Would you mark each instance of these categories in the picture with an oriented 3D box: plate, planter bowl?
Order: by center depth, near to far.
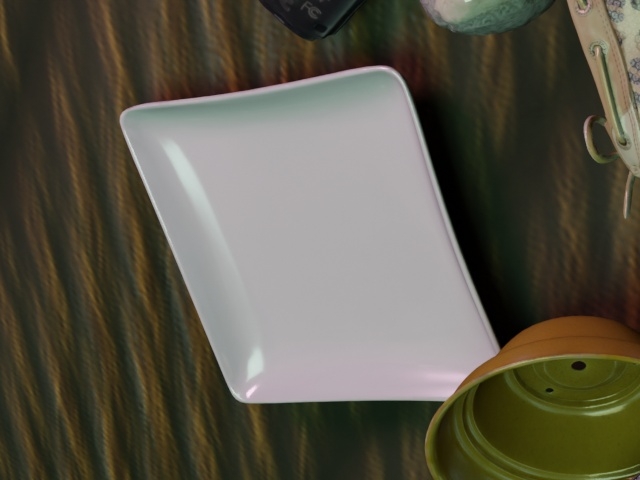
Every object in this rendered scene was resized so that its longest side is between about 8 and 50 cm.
[{"bbox_3d":[0.185,0.118,1.126,0.217,0.090,0.217,4,135,4],"label":"planter bowl"},{"bbox_3d":[0.000,0.000,1.231,0.277,0.045,0.278,-5,116,38],"label":"plate"}]

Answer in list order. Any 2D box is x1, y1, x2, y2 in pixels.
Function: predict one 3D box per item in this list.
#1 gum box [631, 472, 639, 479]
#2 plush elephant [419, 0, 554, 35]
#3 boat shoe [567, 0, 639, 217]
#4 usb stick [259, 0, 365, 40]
[{"bbox_3d":[0.296,0.214,1.115,0.184,0.041,0.157,22,134,-14],"label":"gum box"},{"bbox_3d":[0.111,-0.315,0.723,0.330,0.272,0.255,55,147,7],"label":"plush elephant"},{"bbox_3d":[0.200,-0.117,0.946,0.089,0.105,0.285,-3,106,44],"label":"boat shoe"},{"bbox_3d":[0.048,-0.234,1.044,0.077,0.045,0.278,42,134,-4],"label":"usb stick"}]
